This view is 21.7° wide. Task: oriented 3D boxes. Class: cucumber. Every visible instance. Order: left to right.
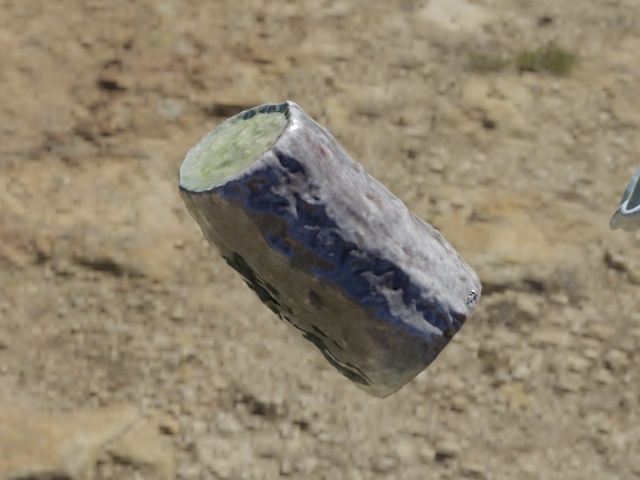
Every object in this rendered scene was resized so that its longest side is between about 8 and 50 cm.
[{"bbox_3d":[0.002,0.001,0.591,0.112,0.064,0.064,45,30,-14],"label":"cucumber"}]

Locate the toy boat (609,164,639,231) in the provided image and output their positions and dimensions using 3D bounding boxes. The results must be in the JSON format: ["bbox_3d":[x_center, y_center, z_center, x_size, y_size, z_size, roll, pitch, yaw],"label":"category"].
[{"bbox_3d":[0.369,-0.071,1.327,0.290,0.100,0.199,-9,-7,11],"label":"toy boat"}]
